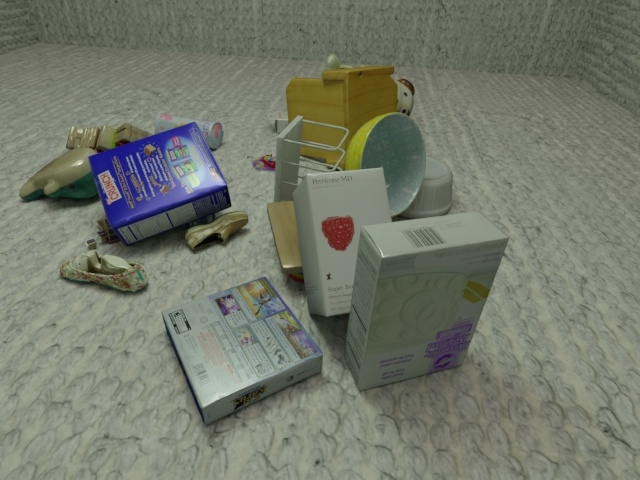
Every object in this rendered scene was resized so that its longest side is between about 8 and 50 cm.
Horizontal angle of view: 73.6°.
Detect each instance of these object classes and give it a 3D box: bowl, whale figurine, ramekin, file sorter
[{"bbox_3d":[0.160,-0.223,1.253,0.289,0.290,0.156,-26,27,-35],"label":"bowl"},{"bbox_3d":[-0.810,-0.187,1.367,0.271,0.141,0.216,-21,38,8],"label":"whale figurine"},{"bbox_3d":[0.318,-0.193,1.440,0.272,0.127,0.273,2,35,-2],"label":"ramekin"},{"bbox_3d":[-0.029,-0.200,1.298,0.173,0.278,0.193,15,36,9],"label":"file sorter"}]

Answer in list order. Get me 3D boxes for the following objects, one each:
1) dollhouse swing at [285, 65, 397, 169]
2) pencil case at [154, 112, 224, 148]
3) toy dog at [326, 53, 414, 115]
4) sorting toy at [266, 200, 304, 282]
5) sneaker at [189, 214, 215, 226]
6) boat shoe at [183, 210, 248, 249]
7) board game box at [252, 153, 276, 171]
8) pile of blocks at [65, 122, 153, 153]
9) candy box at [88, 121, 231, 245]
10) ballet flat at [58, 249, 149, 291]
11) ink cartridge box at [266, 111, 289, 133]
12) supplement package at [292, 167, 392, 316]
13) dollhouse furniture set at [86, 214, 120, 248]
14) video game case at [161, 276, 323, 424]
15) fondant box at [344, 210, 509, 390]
[{"bbox_3d":[0.081,-0.489,1.675,0.315,0.347,0.305,-20,30,-30],"label":"dollhouse swing"},{"bbox_3d":[-0.540,-0.449,1.758,0.273,0.114,0.124,11,11,12],"label":"pencil case"},{"bbox_3d":[0.238,-0.664,2.041,0.407,0.285,0.395,20,1,25],"label":"toy dog"},{"bbox_3d":[0.000,0.000,1.152,0.255,0.089,0.257,-6,43,-13],"label":"sorting toy"},{"bbox_3d":[-0.417,-0.105,1.295,0.211,0.080,0.081,25,39,29],"label":"sneaker"},{"bbox_3d":[-0.283,-0.021,1.209,0.190,0.068,0.072,-25,55,-21],"label":"boat shoe"},{"bbox_3d":[-0.179,-0.310,1.653,0.168,0.033,0.133,5,35,2],"label":"board game box"},{"bbox_3d":[-0.812,-0.358,1.631,0.362,0.149,0.113,3,77,19],"label":"pile of blocks"},{"bbox_3d":[-0.452,-0.166,1.215,0.317,0.122,0.268,-22,64,-16],"label":"candy box"},{"bbox_3d":[-0.532,0.063,1.045,0.240,0.077,0.091,9,36,10],"label":"ballet flat"},{"bbox_3d":[-0.146,-0.542,1.963,0.198,0.067,0.115,-3,35,-11],"label":"ink cartridge box"},{"bbox_3d":[0.053,0.007,0.950,0.177,0.293,0.175,-7,-6,-14],"label":"supplement package"},{"bbox_3d":[-0.620,-0.047,1.192,0.091,0.081,0.114,-23,42,-33],"label":"dollhouse furniture set"},{"bbox_3d":[-0.166,0.206,0.880,0.244,0.061,0.269,-18,40,-26],"label":"video game case"},{"bbox_3d":[0.181,0.118,0.798,0.238,0.330,0.096,-8,38,-16],"label":"fondant box"}]
